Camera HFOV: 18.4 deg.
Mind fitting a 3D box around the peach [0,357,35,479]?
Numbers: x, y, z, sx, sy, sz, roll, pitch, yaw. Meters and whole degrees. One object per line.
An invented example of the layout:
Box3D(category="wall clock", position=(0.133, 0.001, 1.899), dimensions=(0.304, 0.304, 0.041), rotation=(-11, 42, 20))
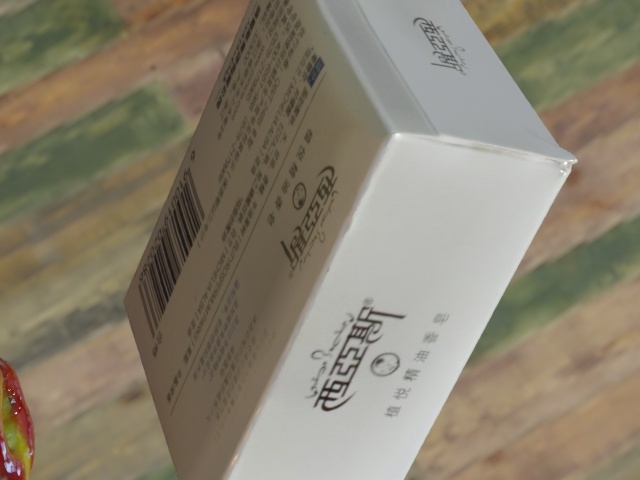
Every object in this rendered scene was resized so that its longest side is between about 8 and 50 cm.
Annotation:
Box3D(category="peach", position=(-0.360, 0.172, 1.654), dimensions=(0.226, 0.196, 0.190), rotation=(-13, -176, 8))

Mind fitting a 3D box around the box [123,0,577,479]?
Box3D(category="box", position=(0.002, 0.001, 1.103), dimensions=(0.116, 0.203, 0.274), rotation=(9, 122, -26))
